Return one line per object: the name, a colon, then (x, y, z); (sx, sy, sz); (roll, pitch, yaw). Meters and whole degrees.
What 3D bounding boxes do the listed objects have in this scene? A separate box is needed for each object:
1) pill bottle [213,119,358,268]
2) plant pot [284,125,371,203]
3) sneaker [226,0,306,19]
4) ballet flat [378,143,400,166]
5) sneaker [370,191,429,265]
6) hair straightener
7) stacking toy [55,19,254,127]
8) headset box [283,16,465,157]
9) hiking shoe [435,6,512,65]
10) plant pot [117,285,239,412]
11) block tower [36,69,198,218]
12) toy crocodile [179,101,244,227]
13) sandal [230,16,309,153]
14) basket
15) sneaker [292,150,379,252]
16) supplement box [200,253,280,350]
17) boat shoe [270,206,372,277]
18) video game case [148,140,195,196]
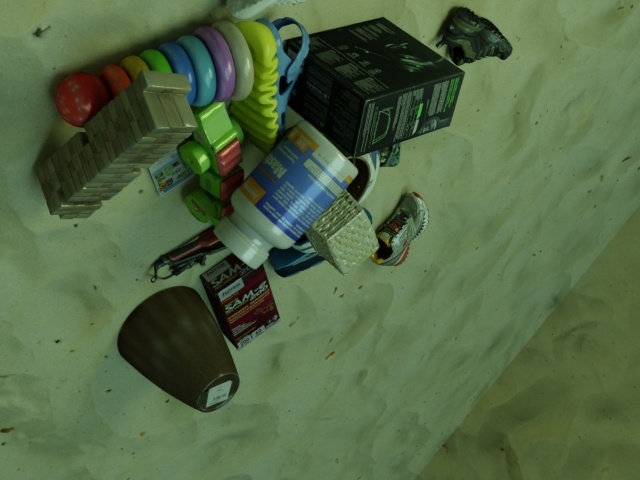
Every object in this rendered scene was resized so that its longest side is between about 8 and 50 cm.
pill bottle: (-0.072, -0.081, 1.833); (0.272, 0.152, 0.152); (-47, 147, 2)
plant pot: (-0.011, -0.147, 2.015); (0.167, 0.165, 0.167); (-30, 145, -25)
sneaker: (-0.061, -0.446, 1.714); (0.232, 0.090, 0.115); (-38, 150, -12)
ballet flat: (0.155, -0.238, 2.206); (0.070, 0.070, 0.188); (-27, 139, -28)
sneaker: (0.199, -0.022, 2.460); (0.092, 0.088, 0.225); (-6, 130, -44)
hair straightener: (-0.255, 0.036, 2.040); (0.230, 0.047, 0.089); (-32, 144, -22)
stacking toy: (-0.284, -0.268, 1.631); (0.330, 0.141, 0.141); (-19, 139, -25)
headset box: (0.104, -0.309, 1.902); (0.283, 0.246, 0.131); (-22, 139, -35)
hiking shoe: (0.344, -0.445, 2.199); (0.114, 0.086, 0.227); (-45, 144, 23)
plant pot: (-0.280, 0.251, 2.073); (0.215, 0.230, 0.215); (-30, 144, -25)
block tower: (-0.334, -0.145, 1.571); (0.335, 0.097, 0.091); (-34, 162, 37)
toy crocodile: (-0.191, -0.129, 1.870); (0.115, 0.105, 0.341); (-39, 148, -31)
sandal: (-0.086, -0.291, 1.807); (0.138, 0.126, 0.317); (-37, 156, -30)
basket: (0.040, -0.021, 1.958); (0.113, 0.103, 0.167); (-40, 148, -8)
sneaker: (0.031, -0.097, 2.124); (0.296, 0.112, 0.131); (-61, 168, 9)
supplement box: (-0.178, 0.133, 2.209); (0.130, 0.073, 0.239); (-36, 145, -16)
boat shoe: (0.000, 0.000, 2.267); (0.258, 0.109, 0.089); (-23, 150, -7)
video game case: (-0.286, -0.146, 1.846); (0.087, 0.011, 0.122); (-36, 145, -18)
